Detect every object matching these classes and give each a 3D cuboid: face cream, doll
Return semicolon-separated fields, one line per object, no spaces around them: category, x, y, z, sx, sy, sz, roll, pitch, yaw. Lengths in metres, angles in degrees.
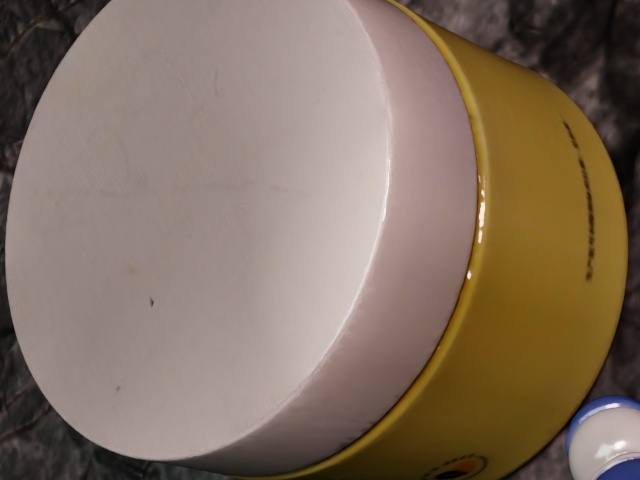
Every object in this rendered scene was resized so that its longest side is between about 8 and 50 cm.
face cream;0.000;0.000;0.873;0.218;0.179;0.218;-12;71;38
doll;0.126;0.107;0.799;0.099;0.058;0.143;-42;23;19
